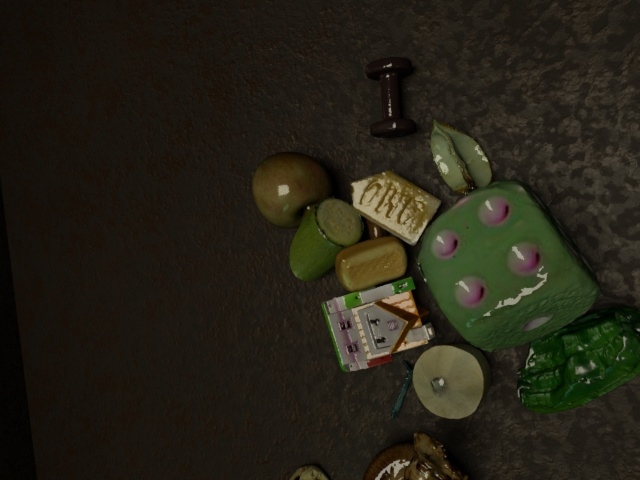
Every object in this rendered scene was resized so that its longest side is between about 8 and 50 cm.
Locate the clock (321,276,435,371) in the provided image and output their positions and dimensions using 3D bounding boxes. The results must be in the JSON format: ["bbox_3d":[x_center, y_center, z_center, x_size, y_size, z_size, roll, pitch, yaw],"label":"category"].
[{"bbox_3d":[0.193,0.251,1.566,0.310,0.166,0.235,-22,82,35],"label":"clock"}]

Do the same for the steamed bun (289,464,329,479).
[{"bbox_3d":[-0.050,0.863,1.730,0.172,0.155,0.140,47,114,19],"label":"steamed bun"}]

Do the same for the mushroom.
[{"bbox_3d":[0.280,0.746,1.446,0.334,0.356,0.331,-44,78,-6],"label":"mushroom"}]

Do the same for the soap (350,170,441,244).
[{"bbox_3d":[0.210,-0.114,1.538,0.258,0.080,0.160,31,95,7],"label":"soap"}]

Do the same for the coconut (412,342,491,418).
[{"bbox_3d":[0.368,0.388,1.441,0.202,0.222,0.202,-1,89,33],"label":"coconut"}]

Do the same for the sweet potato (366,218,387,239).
[{"bbox_3d":[0.180,-0.026,1.616,0.059,0.067,0.281,-29,82,64],"label":"sweet potato"}]

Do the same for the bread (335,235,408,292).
[{"bbox_3d":[0.149,0.063,1.534,0.218,0.098,0.147,-15,119,-5],"label":"bread"}]

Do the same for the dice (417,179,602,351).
[{"bbox_3d":[0.460,0.065,1.283,0.322,0.318,0.330,-38,52,24],"label":"dice"}]

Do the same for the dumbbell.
[{"bbox_3d":[0.211,-0.424,1.541,0.141,0.124,0.225,-3,92,29],"label":"dumbbell"}]

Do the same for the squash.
[{"bbox_3d":[0.000,0.000,1.650,0.189,0.189,0.260,62,143,12],"label":"squash"}]

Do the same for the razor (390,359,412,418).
[{"bbox_3d":[0.257,0.476,1.615,0.066,0.033,0.190,-131,53,-68],"label":"razor"}]

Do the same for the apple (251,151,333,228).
[{"bbox_3d":[-0.093,-0.170,1.649,0.257,0.257,0.233,-42,59,24],"label":"apple"}]

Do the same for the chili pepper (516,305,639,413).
[{"bbox_3d":[0.669,0.307,1.307,0.168,0.213,0.385,25,134,-18],"label":"chili pepper"}]

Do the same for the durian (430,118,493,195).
[{"bbox_3d":[0.384,-0.223,1.450,0.145,0.139,0.252,-21,83,32],"label":"durian"}]
